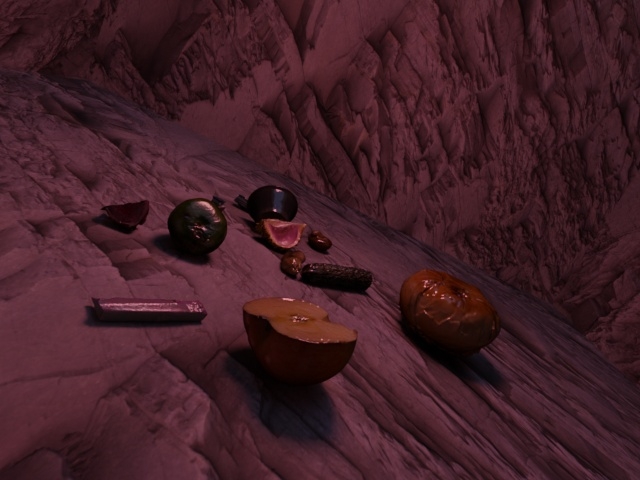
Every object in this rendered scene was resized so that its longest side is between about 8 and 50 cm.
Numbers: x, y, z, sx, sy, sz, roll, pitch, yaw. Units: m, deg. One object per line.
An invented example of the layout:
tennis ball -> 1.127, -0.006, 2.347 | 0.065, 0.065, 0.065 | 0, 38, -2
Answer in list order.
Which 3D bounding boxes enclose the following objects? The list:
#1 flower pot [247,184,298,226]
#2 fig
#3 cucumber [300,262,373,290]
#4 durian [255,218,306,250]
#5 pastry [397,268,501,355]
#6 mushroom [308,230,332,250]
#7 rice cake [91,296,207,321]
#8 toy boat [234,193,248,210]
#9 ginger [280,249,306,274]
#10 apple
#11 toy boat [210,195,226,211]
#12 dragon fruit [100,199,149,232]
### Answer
flower pot -> -0.217, -0.114, 2.267 | 0.235, 0.235, 0.148 | 21, 34, -19
fig -> -0.435, -0.034, 1.736 | 0.203, 0.203, 0.235 | 20, -24, -23
cucumber -> 0.057, 0.139, 2.034 | 0.359, 0.096, 0.096 | 13, 19, -39
durian -> -0.171, -0.031, 2.160 | 0.165, 0.132, 0.182 | 22, 21, 33
pastry -> 0.484, 0.282, 1.955 | 0.409, 0.245, 0.409 | 22, 17, -7
mushroom -> 0.000, 0.000, 2.425 | 0.127, 0.087, 0.127 | 22, 18, -8
rice cake -> -0.409, 0.161, 1.230 | 0.290, 0.051, 0.081 | 11, 21, -47
toy boat -> -0.353, -0.167, 2.466 | 0.141, 0.060, 0.055 | 33, 13, -1
ginger -> -0.107, 0.082, 1.987 | 0.095, 0.069, 0.190 | 21, 15, -5
apple -> -0.063, 0.263, 1.248 | 0.251, 0.163, 0.293 | 4, 11, -32
toy boat -> -0.477, -0.161, 2.222 | 0.069, 0.059, 0.173 | 31, 15, 20
dragon fruit -> -0.622, -0.076, 1.643 | 0.147, 0.096, 0.102 | -8, 10, -7
